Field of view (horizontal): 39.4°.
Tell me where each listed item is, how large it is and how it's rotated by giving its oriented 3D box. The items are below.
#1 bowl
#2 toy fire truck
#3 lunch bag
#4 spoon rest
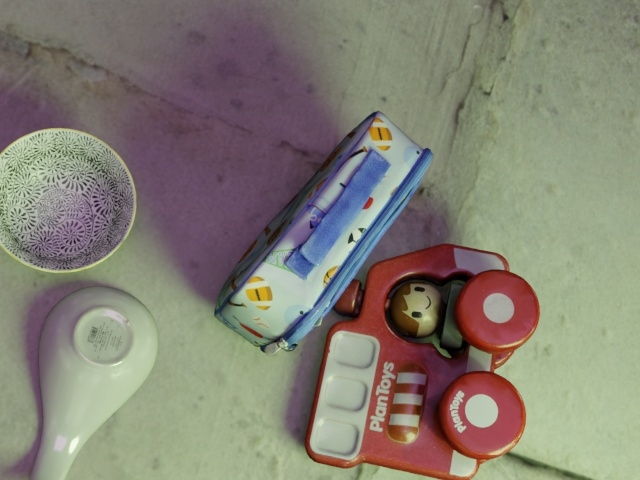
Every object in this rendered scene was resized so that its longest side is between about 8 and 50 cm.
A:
[{"bbox_3d":[-0.306,-0.039,1.051,0.170,0.080,0.170,4,76,-16],"label":"bowl"},{"bbox_3d":[0.124,0.145,1.115,0.253,0.169,0.302,10,73,4],"label":"toy fire truck"},{"bbox_3d":[0.000,0.000,1.052,0.115,0.243,0.303,38,69,-6],"label":"lunch bag"},{"bbox_3d":[-0.278,0.179,1.024,0.137,0.084,0.277,23,59,-13],"label":"spoon rest"}]
